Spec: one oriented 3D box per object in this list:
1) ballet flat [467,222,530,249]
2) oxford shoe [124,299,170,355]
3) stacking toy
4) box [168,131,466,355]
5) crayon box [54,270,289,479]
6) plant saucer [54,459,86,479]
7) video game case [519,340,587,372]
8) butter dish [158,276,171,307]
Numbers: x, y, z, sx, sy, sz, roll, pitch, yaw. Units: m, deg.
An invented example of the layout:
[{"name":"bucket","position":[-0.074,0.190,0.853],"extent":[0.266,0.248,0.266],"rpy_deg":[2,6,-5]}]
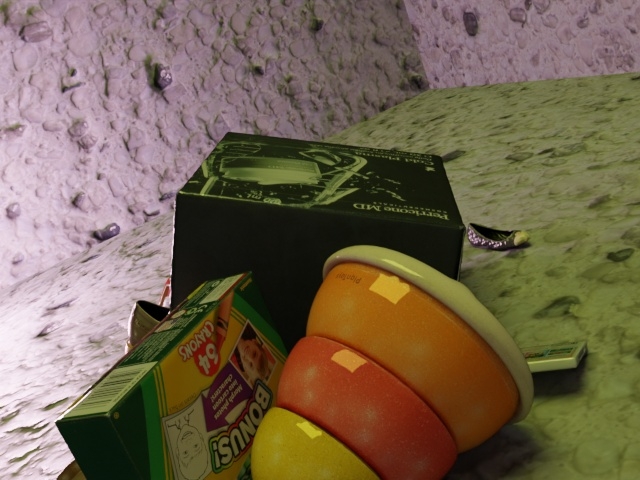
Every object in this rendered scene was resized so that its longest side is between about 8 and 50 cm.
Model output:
[{"name":"ballet flat","position":[0.396,-0.011,1.740],"extent":[0.057,0.049,0.173],"rpy_deg":[-33,21,-31]},{"name":"oxford shoe","position":[-0.202,0.196,1.499],"extent":[0.363,0.133,0.130],"rpy_deg":[7,17,1]},{"name":"stacking toy","position":[0.021,0.274,1.022],"extent":[0.480,0.351,0.350],"rpy_deg":[-48,27,-21]},{"name":"box","position":[0.000,0.000,1.485],"extent":[0.479,0.298,0.472],"rpy_deg":[6,22,1]},{"name":"crayon box","position":[-0.153,0.267,1.082],"extent":[0.106,0.313,0.363],"rpy_deg":[-14,19,30]},{"name":"plant saucer","position":[-0.396,0.417,1.381],"extent":[0.168,0.029,0.168],"rpy_deg":[-18,17,6]},{"name":"video game case","position":[0.328,0.186,1.203],"extent":[0.157,0.019,0.143],"rpy_deg":[-12,-1,25]},{"name":"butter dish","position":[-0.322,0.178,1.887],"extent":[0.159,0.118,0.160],"rpy_deg":[1,69,45]}]
